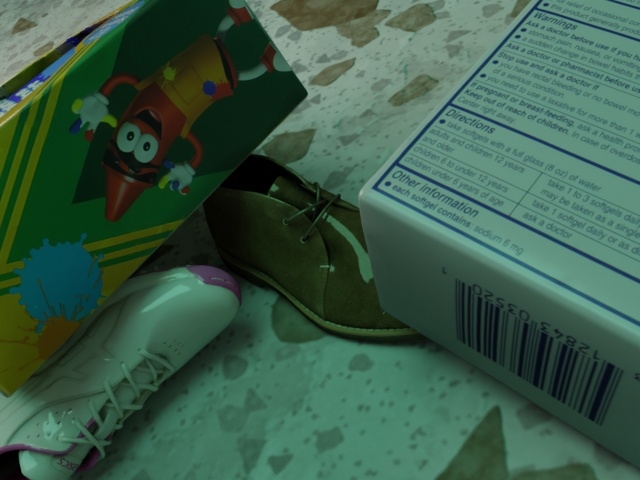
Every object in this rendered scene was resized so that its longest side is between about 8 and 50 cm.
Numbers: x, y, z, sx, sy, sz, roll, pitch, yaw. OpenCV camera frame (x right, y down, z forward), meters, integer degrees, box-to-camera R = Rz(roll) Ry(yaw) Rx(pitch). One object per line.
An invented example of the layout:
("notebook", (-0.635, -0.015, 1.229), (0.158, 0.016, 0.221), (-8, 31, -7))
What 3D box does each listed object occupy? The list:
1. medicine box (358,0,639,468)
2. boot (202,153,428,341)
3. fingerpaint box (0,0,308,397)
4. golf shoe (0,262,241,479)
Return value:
("medicine box", (0.219, -0.029, 0.489), (0.263, 0.149, 0.289), (30, 65, 28))
("boot", (0.000, 0.000, 0.644), (0.305, 0.115, 0.112), (18, 55, 36))
("fingerpaint box", (-0.290, -0.073, 0.734), (0.371, 0.163, 0.444), (-49, 28, -23))
("golf shoe", (-0.194, 0.134, 0.630), (0.306, 0.115, 0.140), (-30, 50, 10))
